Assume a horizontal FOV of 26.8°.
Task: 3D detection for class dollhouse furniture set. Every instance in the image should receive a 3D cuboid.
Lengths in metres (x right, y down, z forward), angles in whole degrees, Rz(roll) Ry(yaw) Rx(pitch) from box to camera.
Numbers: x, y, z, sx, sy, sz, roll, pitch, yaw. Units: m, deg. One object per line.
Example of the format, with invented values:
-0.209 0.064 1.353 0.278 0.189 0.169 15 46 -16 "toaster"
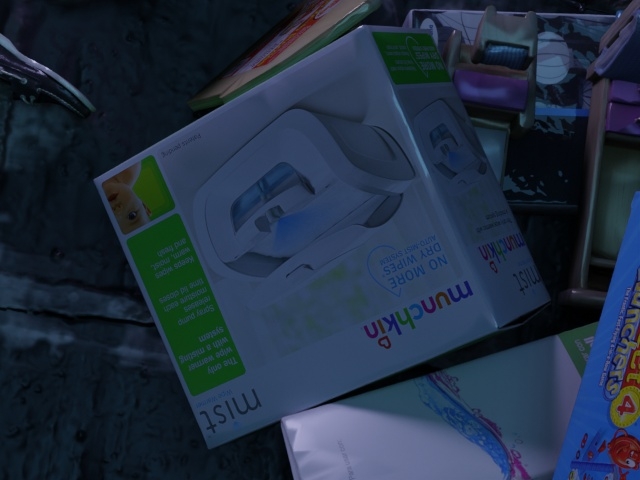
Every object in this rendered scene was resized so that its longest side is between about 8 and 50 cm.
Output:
0.231 -0.060 0.934 0.286 0.303 0.198 9 82 -2 "dollhouse furniture set"

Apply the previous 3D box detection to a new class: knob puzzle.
-0.002 -0.158 1.039 0.213 0.213 0.030 -39 106 -7 "knob puzzle"

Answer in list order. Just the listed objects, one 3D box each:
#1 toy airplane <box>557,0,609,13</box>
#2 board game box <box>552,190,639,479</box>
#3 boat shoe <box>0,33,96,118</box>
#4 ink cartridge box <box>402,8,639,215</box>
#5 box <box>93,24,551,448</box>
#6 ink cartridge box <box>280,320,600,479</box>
0.244 -0.254 1.140 0.151 0.028 0.151 -6 61 10 "toy airplane"
0.302 0.160 0.880 0.308 0.086 0.302 24 78 -26 "board game box"
-0.242 -0.132 1.103 0.125 0.046 0.038 34 82 4 "boat shoe"
0.234 -0.103 1.124 0.333 0.065 0.165 0 83 -5 "ink cartridge box"
0.000 0.000 1.009 0.262 0.127 0.231 -25 85 28 "box"
0.123 0.189 1.001 0.278 0.201 0.117 -16 50 -5 "ink cartridge box"
